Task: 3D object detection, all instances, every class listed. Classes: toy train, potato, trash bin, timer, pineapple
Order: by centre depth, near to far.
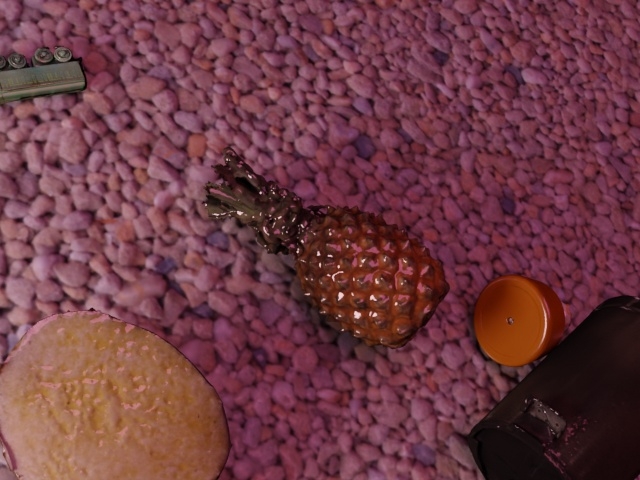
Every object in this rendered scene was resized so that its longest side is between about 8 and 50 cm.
[{"bbox_3d":[-0.263,0.221,1.462,0.299,0.116,0.239,34,71,-16],"label":"potato"},{"bbox_3d":[0.000,0.000,1.654,0.361,0.175,0.175,38,57,-2],"label":"pineapple"},{"bbox_3d":[0.372,0.242,1.660,0.203,0.252,0.301,30,54,36],"label":"trash bin"},{"bbox_3d":[-0.396,-0.229,1.675,0.148,0.038,0.071,-14,74,-28],"label":"toy train"},{"bbox_3d":[0.319,0.114,1.773,0.152,0.132,0.132,1,63,-47],"label":"timer"}]
